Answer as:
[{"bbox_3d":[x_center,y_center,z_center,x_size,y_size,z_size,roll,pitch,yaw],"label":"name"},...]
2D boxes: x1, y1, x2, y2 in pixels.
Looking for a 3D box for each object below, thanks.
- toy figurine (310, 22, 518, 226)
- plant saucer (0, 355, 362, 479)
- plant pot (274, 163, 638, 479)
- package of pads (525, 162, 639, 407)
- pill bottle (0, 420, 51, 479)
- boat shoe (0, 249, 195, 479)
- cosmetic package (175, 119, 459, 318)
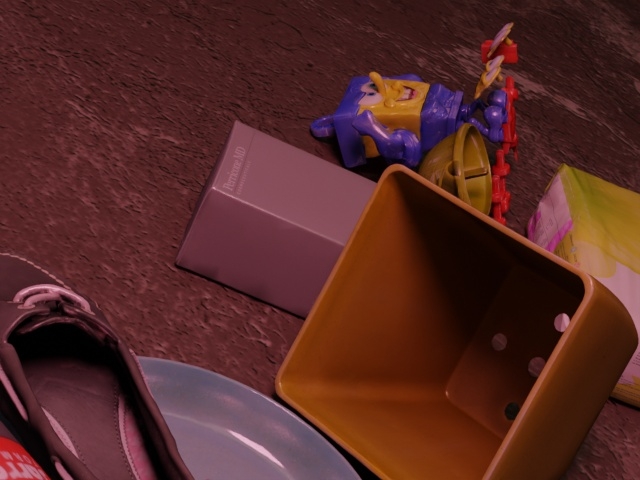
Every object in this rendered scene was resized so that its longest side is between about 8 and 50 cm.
[{"bbox_3d":[0.090,-0.093,1.433,0.217,0.191,0.362,2,33,15],"label":"toy figurine"},{"bbox_3d":[-0.096,0.204,0.901,0.318,0.043,0.317,20,32,-13],"label":"plant saucer"},{"bbox_3d":[0.131,0.093,1.067,0.212,0.212,0.187,34,10,38],"label":"plant pot"},{"bbox_3d":[0.338,0.056,1.388,0.229,0.101,0.296,20,32,-13],"label":"package of pads"},{"bbox_3d":[-0.246,0.164,0.686,0.363,0.210,0.210,43,35,23],"label":"pill bottle"},{"bbox_3d":[-0.154,0.102,0.872,0.112,0.095,0.335,0,41,-37],"label":"boat shoe"},{"bbox_3d":[0.000,0.000,1.212,0.238,0.107,0.127,25,34,-11],"label":"cosmetic package"}]
